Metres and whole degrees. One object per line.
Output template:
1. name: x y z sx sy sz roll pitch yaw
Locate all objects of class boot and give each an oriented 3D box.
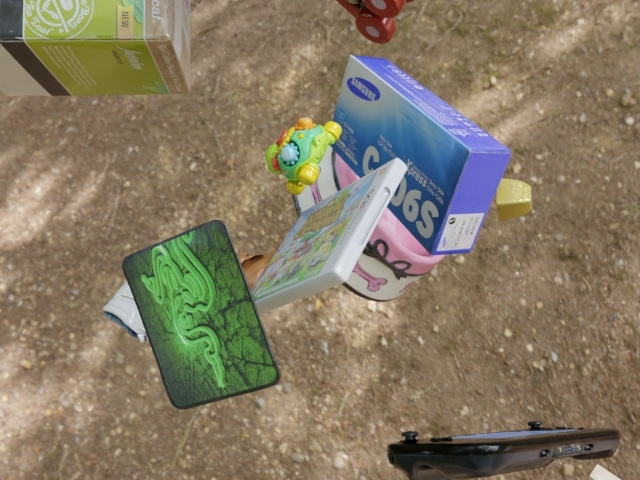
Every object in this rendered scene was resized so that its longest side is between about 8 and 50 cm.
1. boot: -0.354 0.188 1.403 0.258 0.095 0.123 28 54 10
2. boot: -0.149 0.067 1.447 0.220 0.109 0.283 0 18 -1

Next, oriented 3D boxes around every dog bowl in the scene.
1. dog bowl: 0.131 -0.080 1.387 0.150 0.408 0.408 -29 41 36

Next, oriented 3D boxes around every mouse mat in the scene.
1. mouse mat: -0.135 0.086 0.696 0.152 0.007 0.190 -20 89 24

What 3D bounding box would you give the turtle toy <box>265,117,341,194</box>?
1. turtle toy: -0.032 -0.115 0.843 0.095 0.066 0.130 -63 15 -21

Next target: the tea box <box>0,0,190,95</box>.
1. tea box: -0.377 -0.422 0.999 0.323 0.220 0.329 -2 82 -5

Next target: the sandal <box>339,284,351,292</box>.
1. sandal: 0.141 0.010 1.638 0.102 0.416 0.169 34 113 16

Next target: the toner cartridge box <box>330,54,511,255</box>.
1. toner cartridge box: 0.130 -0.143 0.965 0.348 0.075 0.165 54 137 47

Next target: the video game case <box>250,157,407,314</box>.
1. video game case: 0.000 0.000 0.796 0.212 0.023 0.193 -26 26 50

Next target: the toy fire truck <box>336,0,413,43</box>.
1. toy fire truck: 0.098 -0.612 1.449 0.253 0.302 0.169 31 80 2

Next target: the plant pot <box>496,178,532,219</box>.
1. plant pot: 0.497 -0.107 1.614 0.083 0.081 0.082 -2 60 19

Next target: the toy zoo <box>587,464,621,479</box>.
1. toy zoo: 0.540 0.523 1.115 0.192 0.293 0.030 33 60 32

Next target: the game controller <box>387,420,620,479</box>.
1. game controller: 0.239 0.259 0.796 0.166 0.319 0.067 -32 59 44
